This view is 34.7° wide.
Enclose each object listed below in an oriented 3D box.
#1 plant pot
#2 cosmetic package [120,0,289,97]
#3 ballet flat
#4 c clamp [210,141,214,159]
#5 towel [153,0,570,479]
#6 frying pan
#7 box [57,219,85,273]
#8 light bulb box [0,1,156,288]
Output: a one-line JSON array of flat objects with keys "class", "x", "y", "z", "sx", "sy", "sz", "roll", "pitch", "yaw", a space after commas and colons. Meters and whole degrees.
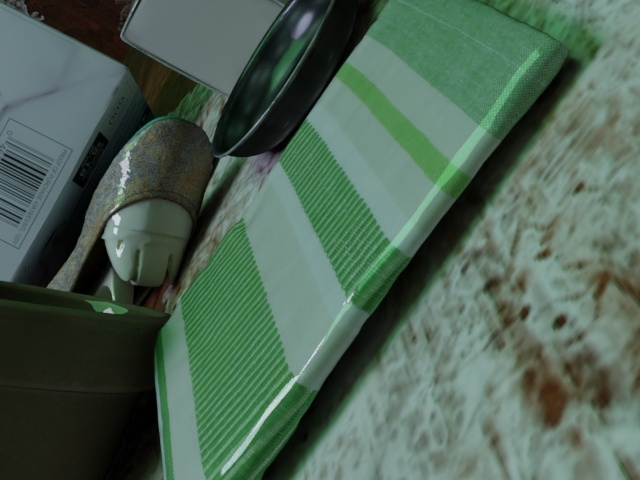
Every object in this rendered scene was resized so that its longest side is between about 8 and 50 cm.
[{"class": "plant pot", "x": -0.256, "y": 0.148, "z": 0.783, "sx": 0.263, "sy": 0.263, "sz": 0.229, "roll": -174, "pitch": 93, "yaw": -70}, {"class": "cosmetic package", "x": -0.117, "y": -0.305, "z": 1.181, "sx": 0.129, "sy": 0.153, "sz": 0.296, "roll": -52, "pitch": 19, "yaw": 28}, {"class": "ballet flat", "x": -0.186, "y": 0.025, "z": 0.987, "sx": 0.316, "sy": 0.107, "sz": 0.106, "roll": -55, "pitch": 39, "yaw": 33}, {"class": "c clamp", "x": -0.158, "y": -0.038, "z": 1.102, "sx": 0.161, "sy": 0.022, "sz": 0.137, "roll": -31, "pitch": 30, "yaw": 59}, {"class": "towel", "x": 0.000, "y": 0.000, "z": 0.603, "sx": 0.325, "sy": 0.038, "sz": 0.248, "roll": -55, "pitch": 20, "yaw": 12}, {"class": "frying pan", "x": 0.005, "y": -0.204, "z": 0.865, "sx": 0.326, "sy": 0.053, "sz": 0.197, "roll": -58, "pitch": 18, "yaw": 3}, {"class": "box", "x": -0.259, "y": 0.004, "z": 1.241, "sx": 0.183, "sy": 0.056, "sz": 0.231, "roll": -31, "pitch": 34, "yaw": 55}, {"class": "light bulb box", "x": -0.410, "y": -0.089, "z": 1.374, "sx": 0.358, "sy": 0.225, "sz": 0.361, "roll": -62, "pitch": 0, "yaw": -5}]
